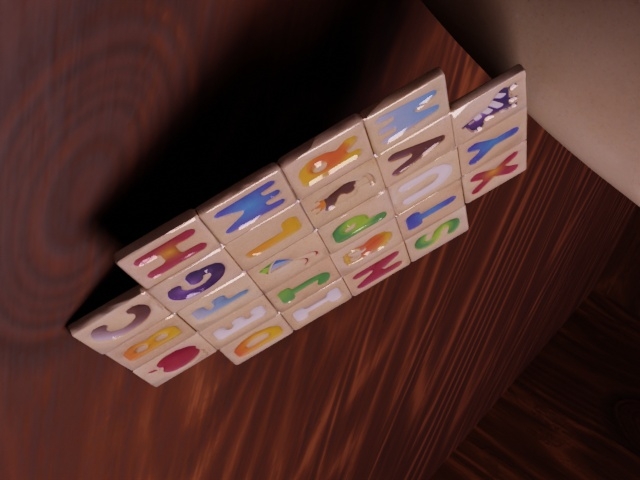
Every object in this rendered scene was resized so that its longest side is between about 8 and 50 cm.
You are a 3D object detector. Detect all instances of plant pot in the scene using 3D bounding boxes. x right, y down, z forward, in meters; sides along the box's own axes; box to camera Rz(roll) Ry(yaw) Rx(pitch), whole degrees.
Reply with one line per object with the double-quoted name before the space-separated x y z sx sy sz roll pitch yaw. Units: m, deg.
"plant pot" 0.201 -0.188 0.785 0.256 0.274 0.256 -46 158 -25

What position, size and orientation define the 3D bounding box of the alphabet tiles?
"alphabet tiles" 0.000 0.000 0.784 0.342 0.011 0.285 -30 159 -1
